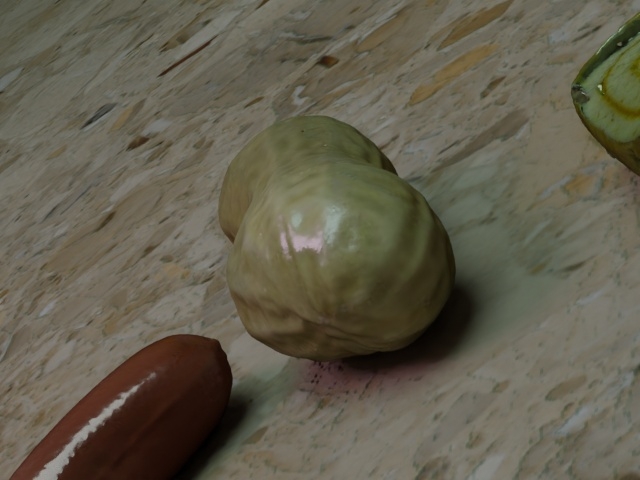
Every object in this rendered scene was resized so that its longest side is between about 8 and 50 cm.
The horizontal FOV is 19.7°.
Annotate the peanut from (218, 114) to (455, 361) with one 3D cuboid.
[{"bbox_3d":[0.000,0.000,1.066,0.125,0.111,0.274,-53,15,6],"label":"peanut"}]

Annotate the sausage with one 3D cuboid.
[{"bbox_3d":[-0.124,0.127,1.048,0.194,0.077,0.077,-48,22,-24],"label":"sausage"}]

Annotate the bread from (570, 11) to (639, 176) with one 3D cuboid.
[{"bbox_3d":[0.197,-0.078,0.942,0.117,0.064,0.156,-41,20,7],"label":"bread"}]
